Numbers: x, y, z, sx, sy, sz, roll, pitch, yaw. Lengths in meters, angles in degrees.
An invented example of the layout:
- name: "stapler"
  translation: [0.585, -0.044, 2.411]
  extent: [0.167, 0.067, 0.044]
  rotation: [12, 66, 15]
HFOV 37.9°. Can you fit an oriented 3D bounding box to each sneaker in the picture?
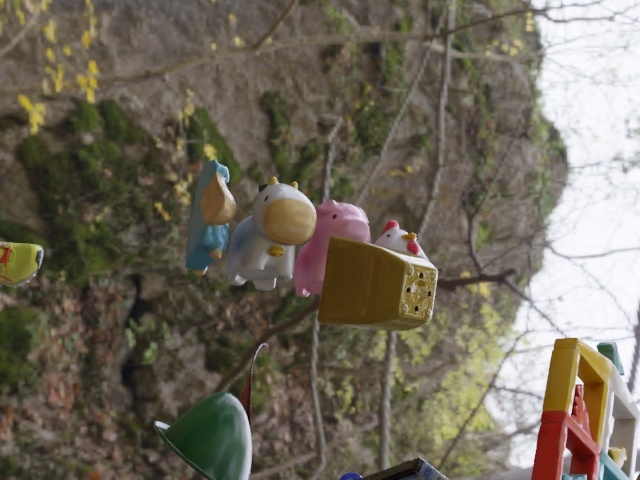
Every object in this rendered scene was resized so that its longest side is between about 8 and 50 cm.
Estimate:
- name: "sneaker"
  translation: [-0.593, 0.034, 1.687]
  extent: [0.209, 0.094, 0.081]
  rotation: [-6, -118, 28]

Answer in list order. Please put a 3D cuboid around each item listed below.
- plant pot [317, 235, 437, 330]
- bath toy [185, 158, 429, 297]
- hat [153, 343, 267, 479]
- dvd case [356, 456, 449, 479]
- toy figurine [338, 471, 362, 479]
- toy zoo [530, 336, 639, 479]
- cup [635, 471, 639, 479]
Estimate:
- name: "plant pot"
  translation: [0.059, 0.043, 0.852]
  extent: [0.083, 0.081, 0.081]
  rotation: [3, -97, 45]
- name: "bath toy"
  translation: [0.000, 0.000, 1.212]
  extent: [0.151, 0.348, 0.129]
  rotation: [-32, -130, 50]
- name: "hat"
  translation: [-0.114, 0.232, 1.301]
  extent: [0.208, 0.173, 0.183]
  rotation: [32, -99, 42]
- name: "dvd case"
  translation: [0.170, 0.365, 1.153]
  extent: [0.253, 0.022, 0.180]
  rotation: [39, -33, -6]
- name: "toy figurine"
  translation: [0.014, 0.432, 1.289]
  extent: [0.191, 0.363, 0.217]
  rotation: [58, 34, -64]
- name: "toy zoo"
  translation: [0.298, 0.241, 1.034]
  extent: [0.030, 0.192, 0.293]
  rotation: [-9, -129, 39]
- name: "cup"
  translation: [0.387, 0.304, 0.816]
  extent: [0.331, 0.331, 0.236]
  rotation: [166, -77, -66]
